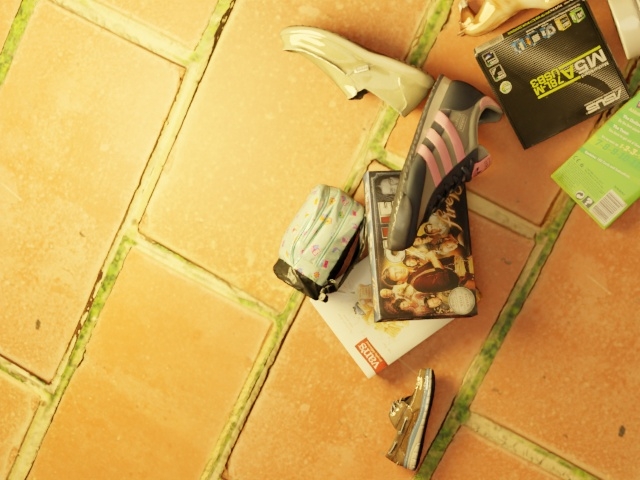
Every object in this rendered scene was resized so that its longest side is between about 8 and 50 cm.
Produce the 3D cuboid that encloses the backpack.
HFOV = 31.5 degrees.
[{"bbox_3d":[0.000,0.000,1.877,0.115,0.152,0.182,31,89,-19],"label":"backpack"}]

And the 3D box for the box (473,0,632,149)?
[{"bbox_3d":[0.365,-0.264,1.785,0.191,0.045,0.184,-26,109,14],"label":"box"}]

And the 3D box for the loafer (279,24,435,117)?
[{"bbox_3d":[0.051,-0.277,1.854,0.269,0.102,0.092,22,95,9],"label":"loafer"}]

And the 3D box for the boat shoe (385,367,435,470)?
[{"bbox_3d":[0.149,0.299,1.921,0.066,0.066,0.183,14,100,12],"label":"boat shoe"}]

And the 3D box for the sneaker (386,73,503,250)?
[{"bbox_3d":[0.197,-0.113,1.779,0.131,0.112,0.319,20,69,2],"label":"sneaker"}]

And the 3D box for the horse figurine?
[{"bbox_3d":[0.339,-0.420,1.789,0.263,0.066,0.174,-3,95,13],"label":"horse figurine"}]

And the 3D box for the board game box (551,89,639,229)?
[{"bbox_3d":[0.504,-0.150,1.801,0.124,0.039,0.259,46,107,3],"label":"board game box"}]

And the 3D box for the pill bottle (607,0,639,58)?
[{"bbox_3d":[0.560,-0.361,1.712,0.229,0.131,0.131,-19,92,14],"label":"pill bottle"}]

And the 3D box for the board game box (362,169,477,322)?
[{"bbox_3d":[0.160,0.007,1.833,0.165,0.042,0.243,-3,80,-10],"label":"board game box"}]

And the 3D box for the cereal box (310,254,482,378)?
[{"bbox_3d":[0.126,0.097,1.910,0.240,0.047,0.173,-38,88,14],"label":"cereal box"}]
